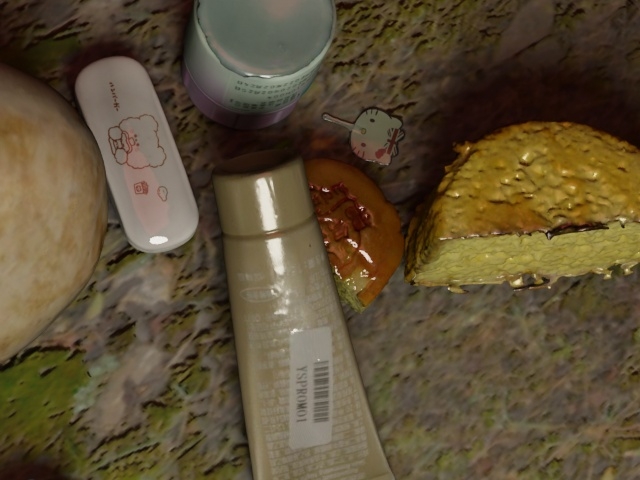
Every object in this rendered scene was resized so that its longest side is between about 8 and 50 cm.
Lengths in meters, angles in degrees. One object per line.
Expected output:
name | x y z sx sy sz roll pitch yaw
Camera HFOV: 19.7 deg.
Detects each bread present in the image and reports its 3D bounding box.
bread | 0.001 -0.010 1.719 0.156 0.086 0.125 19 72 -4
bread | 0.201 -0.039 1.730 0.260 0.160 0.147 -5 70 -5

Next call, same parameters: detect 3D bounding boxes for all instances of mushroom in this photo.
mushroom | -0.343 -0.032 1.602 0.297 0.297 0.290 -43 49 -18

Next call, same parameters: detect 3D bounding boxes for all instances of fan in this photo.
fan | 0.041 -0.107 1.796 0.083 0.004 0.056 22 72 -3

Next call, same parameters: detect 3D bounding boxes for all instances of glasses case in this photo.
glasses case | -0.173 -0.081 1.727 0.074 0.049 0.193 -18 80 -15

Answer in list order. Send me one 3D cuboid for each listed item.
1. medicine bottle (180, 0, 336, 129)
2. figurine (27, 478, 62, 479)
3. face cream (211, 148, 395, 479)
medicine bottle | -0.062 -0.184 1.713 0.135 0.168 0.135 3 74 -10
figurine | -0.214 0.293 1.595 0.178 0.114 0.144 30 73 -10
face cream | -0.024 0.091 1.646 0.137 0.084 0.341 -16 107 -15
